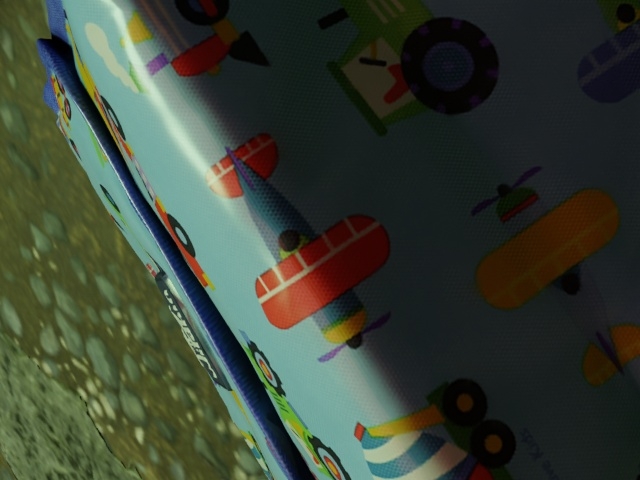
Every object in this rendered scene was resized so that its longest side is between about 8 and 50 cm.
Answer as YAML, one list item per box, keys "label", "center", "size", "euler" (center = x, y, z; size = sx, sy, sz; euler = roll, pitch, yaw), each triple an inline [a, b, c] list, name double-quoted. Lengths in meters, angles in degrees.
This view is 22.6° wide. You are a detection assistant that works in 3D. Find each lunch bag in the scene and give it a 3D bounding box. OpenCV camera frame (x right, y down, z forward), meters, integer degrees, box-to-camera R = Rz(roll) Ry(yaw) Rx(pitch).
- label: "lunch bag"
  center: [0.000, 0.000, 0.531]
  size: [0.221, 0.138, 0.293]
  euler: [57, 160, 1]
